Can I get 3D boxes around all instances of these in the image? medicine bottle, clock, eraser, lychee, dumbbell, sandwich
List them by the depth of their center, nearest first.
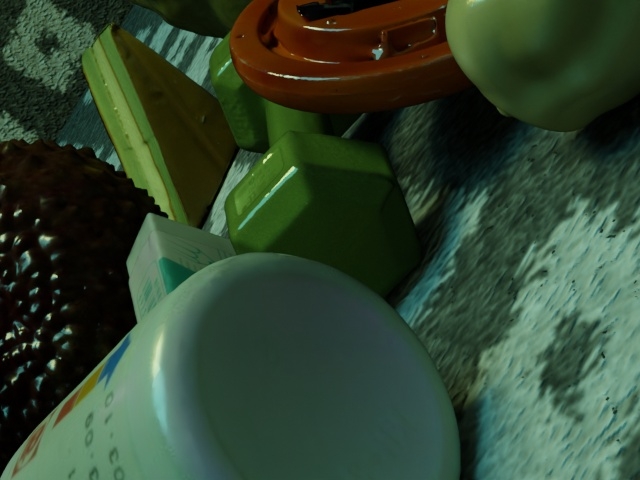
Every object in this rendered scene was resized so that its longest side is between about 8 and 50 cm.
[{"bbox_3d":[-0.075,0.142,0.696,0.293,0.170,0.170,-41,25,42],"label":"medicine bottle"},{"bbox_3d":[0.042,-0.143,0.851,0.205,0.051,0.205,-9,31,6],"label":"clock"},{"bbox_3d":[-0.070,0.057,0.897,0.052,0.095,0.225,-65,22,17],"label":"eraser"},{"bbox_3d":[-0.011,-0.064,0.914,0.121,0.108,0.302,-45,26,19],"label":"dumbbell"},{"bbox_3d":[-0.222,0.057,1.083,0.276,0.275,0.304,-54,-7,18],"label":"lychee"},{"bbox_3d":[-0.188,-0.102,1.388,0.117,0.187,0.144,-28,29,60],"label":"sandwich"}]

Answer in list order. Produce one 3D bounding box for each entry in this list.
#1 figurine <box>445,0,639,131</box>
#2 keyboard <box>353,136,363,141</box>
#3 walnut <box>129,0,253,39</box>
[{"bbox_3d":[0.131,-0.141,0.713,0.114,0.108,0.196,-22,28,27],"label":"figurine"},{"bbox_3d":[0.000,0.000,0.976,0.055,0.017,0.166,-44,23,52],"label":"keyboard"},{"bbox_3d":[-0.055,-0.312,1.214,0.253,0.277,0.282,-61,6,-34],"label":"walnut"}]
